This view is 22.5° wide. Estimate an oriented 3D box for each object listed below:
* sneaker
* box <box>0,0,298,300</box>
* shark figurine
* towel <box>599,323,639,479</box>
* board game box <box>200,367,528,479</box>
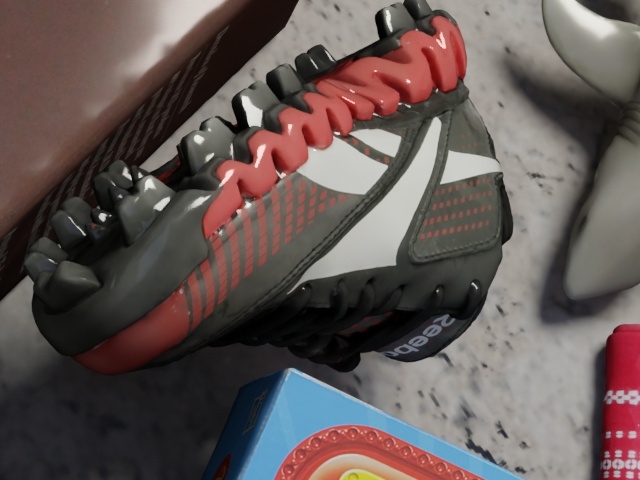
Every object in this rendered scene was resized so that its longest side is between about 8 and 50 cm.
[{"bbox_3d":[0.000,0.000,0.617,0.135,0.097,0.276,62,34,-6],"label":"sneaker"},{"bbox_3d":[-0.182,-0.054,0.602,0.191,0.143,0.381,42,65,0],"label":"box"},{"bbox_3d":[0.169,-0.125,0.713,0.166,0.116,0.278,-13,96,-25],"label":"shark figurine"},{"bbox_3d":[0.213,0.177,0.702,0.198,0.031,0.275,9,71,-13],"label":"towel"},{"bbox_3d":[0.054,0.247,0.581,0.308,0.086,0.302,25,75,-7],"label":"board game box"}]
